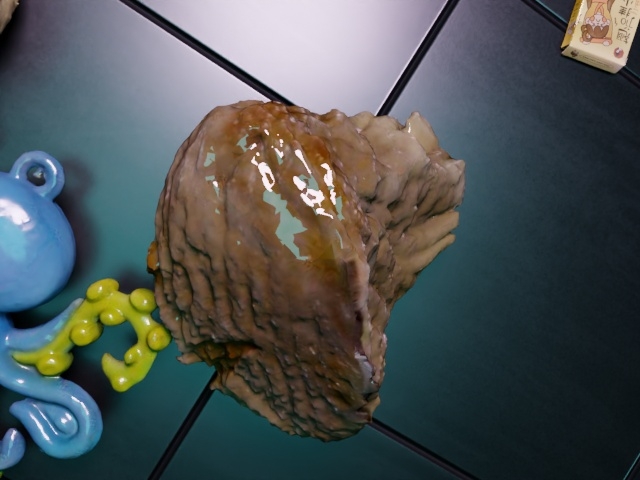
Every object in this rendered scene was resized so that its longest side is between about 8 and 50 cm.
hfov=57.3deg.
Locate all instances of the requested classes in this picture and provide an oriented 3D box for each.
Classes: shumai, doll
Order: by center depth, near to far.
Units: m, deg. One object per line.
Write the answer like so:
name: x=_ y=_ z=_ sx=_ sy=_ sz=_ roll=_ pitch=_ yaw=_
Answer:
shumai: x=0.001 y=-0.002 z=0.569 sx=0.217 sy=0.283 sz=0.346 roll=3 pitch=129 yaw=30
doll: x=-0.331 y=0.065 z=0.571 sx=0.346 sy=0.099 sz=0.341 roll=34 pitch=102 yaw=-4

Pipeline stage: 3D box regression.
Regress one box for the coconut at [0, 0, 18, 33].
coconut: x=-0.375 y=-0.253 z=0.446 sx=0.239 sy=0.244 sz=0.239 roll=0 pitch=87 yaw=-5

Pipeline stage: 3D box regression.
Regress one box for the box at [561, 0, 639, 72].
box: x=0.328 y=-0.272 z=0.661 sx=0.073 sy=0.020 sz=0.149 roll=16 pitch=92 yaw=-9
